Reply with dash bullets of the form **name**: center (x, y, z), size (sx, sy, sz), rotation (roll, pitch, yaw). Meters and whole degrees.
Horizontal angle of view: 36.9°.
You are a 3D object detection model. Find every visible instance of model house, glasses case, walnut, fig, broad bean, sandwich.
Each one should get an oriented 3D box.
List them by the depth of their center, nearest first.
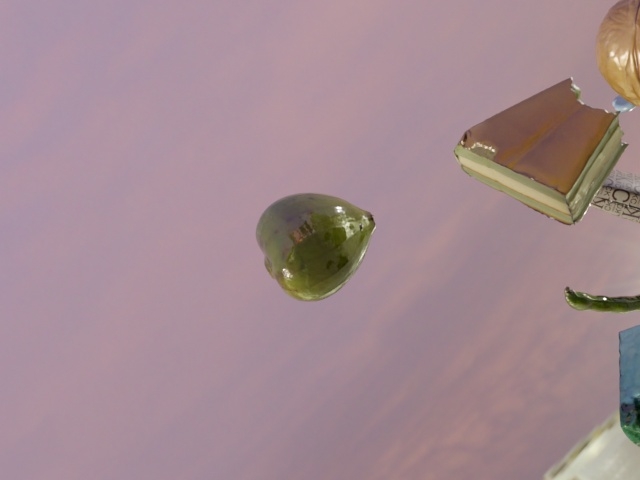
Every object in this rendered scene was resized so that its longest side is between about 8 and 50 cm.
- **walnut**: center (0.477, -0.266, 1.355), size (0.165, 0.165, 0.197), rotation (-51, -34, 4)
- **sandwich**: center (0.378, -0.171, 1.634), size (0.198, 0.227, 0.155), rotation (-56, -29, -8)
- **model house**: center (0.711, 0.273, 1.717), size (0.249, 0.281, 0.229), rotation (-27, 38, 41)
- **fig**: center (0.000, 0.000, 1.752), size (0.225, 0.203, 0.203), rotation (-25, -29, -8)
- **broad bean**: center (0.602, 0.126, 1.982), size (0.256, 0.052, 0.052), rotation (5, -76, -22)
- **glasses case**: center (0.727, -0.087, 2.136), size (0.137, 0.355, 0.085), rotation (-58, -16, -63)

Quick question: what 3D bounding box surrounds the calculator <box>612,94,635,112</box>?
- **calculator**: center (0.728, -0.351, 1.951), size (0.303, 0.042, 0.188), rotation (-36, 19, 8)
